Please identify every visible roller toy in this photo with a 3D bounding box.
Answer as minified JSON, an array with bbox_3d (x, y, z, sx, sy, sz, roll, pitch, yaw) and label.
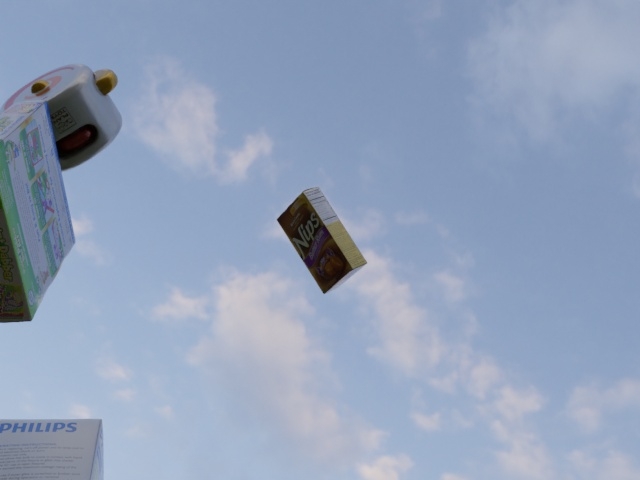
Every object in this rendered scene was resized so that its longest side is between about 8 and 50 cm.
[{"bbox_3d":[-0.478,-0.230,1.292,0.209,0.191,0.146,-7,-50,25],"label":"roller toy"}]

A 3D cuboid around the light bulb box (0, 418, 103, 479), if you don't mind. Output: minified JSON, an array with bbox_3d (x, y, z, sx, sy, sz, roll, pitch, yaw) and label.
[{"bbox_3d":[-0.580,0.620,1.445,0.225,0.361,0.358,3,-59,-11],"label":"light bulb box"}]

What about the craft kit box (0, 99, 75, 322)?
[{"bbox_3d":[-0.433,-0.050,1.024,0.060,0.247,0.250,-4,-64,-4],"label":"craft kit box"}]

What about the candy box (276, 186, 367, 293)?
[{"bbox_3d":[0.000,0.000,1.409,0.109,0.053,0.187,-44,-107,43],"label":"candy box"}]
